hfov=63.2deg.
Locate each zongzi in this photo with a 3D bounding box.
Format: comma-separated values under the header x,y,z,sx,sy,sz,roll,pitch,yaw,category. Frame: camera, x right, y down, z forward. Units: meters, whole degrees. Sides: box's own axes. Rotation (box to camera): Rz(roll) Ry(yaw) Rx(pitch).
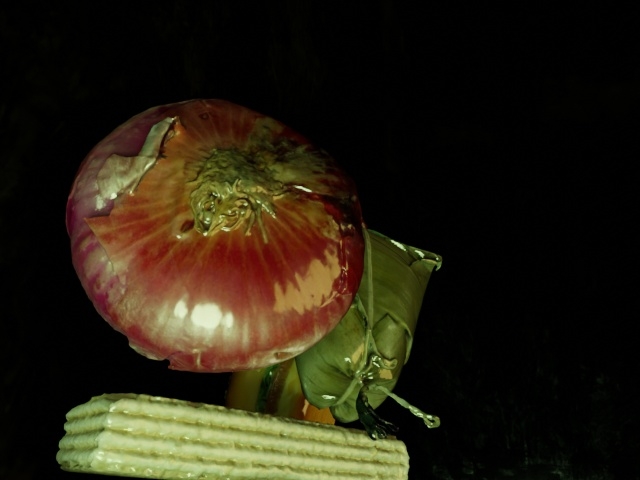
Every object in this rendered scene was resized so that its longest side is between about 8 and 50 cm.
x,y,z,sx,sy,sz,roll,pitch,yaw,category
-0.027,0.081,0.764,0.181,0.418,0.447,-58,179,29,zongzi

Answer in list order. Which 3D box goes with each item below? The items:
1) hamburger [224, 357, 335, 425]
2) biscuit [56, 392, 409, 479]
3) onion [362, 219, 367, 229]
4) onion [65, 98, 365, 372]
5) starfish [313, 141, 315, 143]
x,y,z,sx,sy,sz,roll,pitch,yaw,category
-0.071,0.275,0.883,0.246,0.170,0.246,11,90,-73,hamburger
-0.081,0.258,0.636,0.426,0.144,0.078,23,58,-33,biscuit
0.005,-0.001,1.097,0.216,0.207,0.206,37,56,-72,onion
-0.123,0.004,0.642,0.285,0.348,0.347,120,-13,-50,onion
0.042,-0.074,1.397,0.358,0.078,0.347,7,83,-70,starfish
